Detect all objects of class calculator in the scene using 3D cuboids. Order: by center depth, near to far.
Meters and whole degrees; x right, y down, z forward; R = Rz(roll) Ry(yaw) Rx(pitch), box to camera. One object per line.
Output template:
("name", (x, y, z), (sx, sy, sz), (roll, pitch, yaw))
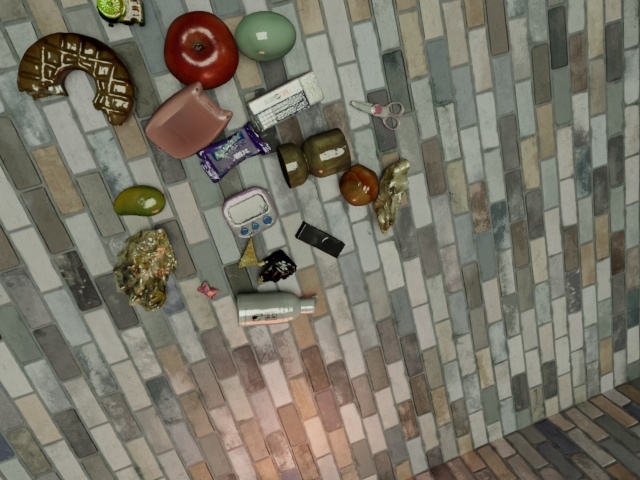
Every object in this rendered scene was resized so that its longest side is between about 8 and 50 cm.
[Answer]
("calculator", (-0.496, -0.421, 1.557), (0.330, 0.048, 0.220), (-30, 134, 26))

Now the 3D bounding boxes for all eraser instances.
("eraser", (-0.139, -0.550, 1.666), (0.287, 0.086, 0.130), (-28, 112, -5))

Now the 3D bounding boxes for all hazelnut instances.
("hazelnut", (0.174, -0.234, 1.799), (0.182, 0.182, 0.181), (-4, 107, -13))

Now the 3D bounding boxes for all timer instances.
("timer", (-0.294, -0.117, 1.763), (0.209, 0.069, 0.190), (-26, 112, -5))

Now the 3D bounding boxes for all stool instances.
("stool", (-0.027, -0.335, 1.709), (0.265, 0.179, 0.179), (-20, 110, -9))

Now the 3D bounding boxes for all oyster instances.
("oyster", (-0.701, 0.105, 1.699), (0.238, 0.115, 0.350), (21, 100, -19))
("oyster", (0.304, -0.199, 1.861), (0.166, 0.111, 0.340), (-2, 107, -55))

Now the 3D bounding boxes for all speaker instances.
("speaker", (0.000, 0.000, 1.887), (0.218, 0.044, 0.082), (28, 98, -20))

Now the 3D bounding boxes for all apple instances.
("apple", (-0.424, -0.667, 1.490), (0.261, 0.216, 0.260), (-3, 105, -10))

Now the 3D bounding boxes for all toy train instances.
("toy train", (-0.682, -0.879, 1.423), (0.161, 0.100, 0.295), (-6, 107, -20))

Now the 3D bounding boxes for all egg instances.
("egg", (-0.198, -0.747, 1.546), (0.231, 0.168, 0.167), (-16, 110, -23))

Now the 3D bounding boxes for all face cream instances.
("face cream", (-0.181, 0.298, 1.874), (0.371, 0.145, 0.145), (-2, 107, -13))

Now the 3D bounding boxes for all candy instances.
("candy", (-0.347, -0.352, 1.681), (0.275, 0.070, 0.145), (-30, 105, 1))

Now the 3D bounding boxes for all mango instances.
("mango", (-0.703, -0.153, 1.638), (0.191, 0.085, 0.121), (0, 109, -15))

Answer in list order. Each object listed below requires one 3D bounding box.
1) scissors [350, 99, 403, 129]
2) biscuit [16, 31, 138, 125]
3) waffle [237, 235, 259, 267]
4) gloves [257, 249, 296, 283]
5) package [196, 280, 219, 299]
("scissors", (0.239, -0.553, 1.791), (0.243, 0.030, 0.118), (11, 102, -20))
("biscuit", (-0.824, -0.573, 1.467), (0.367, 0.115, 0.267), (14, 103, -19))
("waffle", (-0.322, 0.050, 1.798), (0.098, 0.023, 0.152), (-7, 128, 0))
("gloves", (-0.204, 0.134, 1.842), (0.181, 0.106, 0.129), (-43, 114, -3))
("package", (-0.488, 0.218, 1.835), (0.059, 0.029, 0.083), (-45, 120, 5))
